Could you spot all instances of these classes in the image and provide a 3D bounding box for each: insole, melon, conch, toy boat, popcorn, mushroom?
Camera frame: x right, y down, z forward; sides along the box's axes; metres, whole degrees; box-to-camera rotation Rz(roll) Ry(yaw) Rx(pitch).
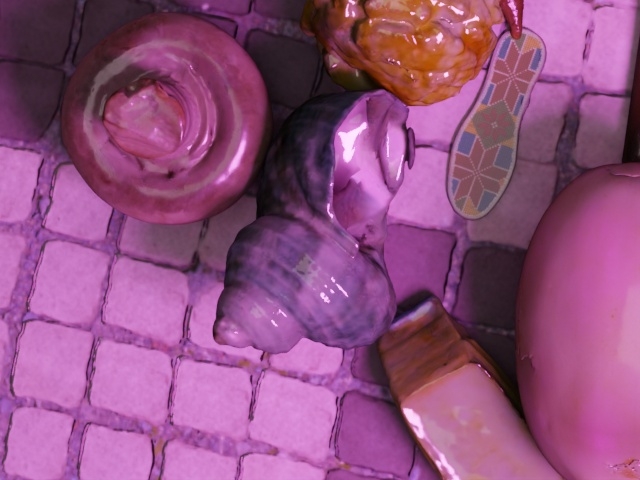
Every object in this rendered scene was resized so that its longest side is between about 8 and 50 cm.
[{"bbox_3d":[0.170,-0.113,1.844,0.065,0.006,0.193,20,95,5],"label":"insole"},{"bbox_3d":[0.288,0.087,1.732,0.223,0.223,0.317,3,94,6],"label":"melon"},{"bbox_3d":[0.000,0.000,1.762,0.195,0.220,0.277,39,76,21],"label":"conch"},{"bbox_3d":[0.153,0.187,1.821,0.111,0.084,0.276,-33,90,9],"label":"toy boat"},{"bbox_3d":[0.074,-0.230,1.763,0.198,0.198,0.212,-11,85,7],"label":"popcorn"},{"bbox_3d":[-0.149,-0.114,1.783,0.204,0.204,0.204,0,93,6],"label":"mushroom"}]

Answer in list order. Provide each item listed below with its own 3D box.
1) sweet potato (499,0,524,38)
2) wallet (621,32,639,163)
[{"bbox_3d":[0.167,-0.305,1.812,0.068,0.068,0.226,-14,108,7],"label":"sweet potato"},{"bbox_3d":[0.354,-0.162,1.809,0.110,0.031,0.198,8,94,5],"label":"wallet"}]
